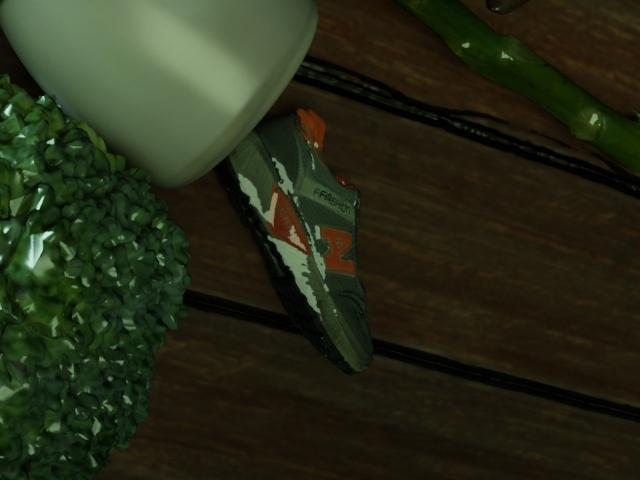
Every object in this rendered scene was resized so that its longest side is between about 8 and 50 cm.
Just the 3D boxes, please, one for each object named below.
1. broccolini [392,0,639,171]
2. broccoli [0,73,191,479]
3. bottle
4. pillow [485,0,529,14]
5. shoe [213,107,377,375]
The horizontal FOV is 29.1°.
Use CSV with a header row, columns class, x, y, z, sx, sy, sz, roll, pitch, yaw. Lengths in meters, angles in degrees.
class,x,y,z,sx,sy,sz,roll,pitch,yaw
broccolini,0.088,-0.162,0.807,0.392,0.079,0.074,28,96,-31
broccoli,-0.218,0.051,0.688,0.249,0.302,0.375,2,136,-38
bottle,-0.131,-0.151,0.687,0.236,0.147,0.147,38,92,-19
pillow,0.183,-0.305,0.699,0.307,0.108,0.306,-20,78,-6
shoe,0.001,0.001,0.817,0.077,0.074,0.194,-32,112,-12
